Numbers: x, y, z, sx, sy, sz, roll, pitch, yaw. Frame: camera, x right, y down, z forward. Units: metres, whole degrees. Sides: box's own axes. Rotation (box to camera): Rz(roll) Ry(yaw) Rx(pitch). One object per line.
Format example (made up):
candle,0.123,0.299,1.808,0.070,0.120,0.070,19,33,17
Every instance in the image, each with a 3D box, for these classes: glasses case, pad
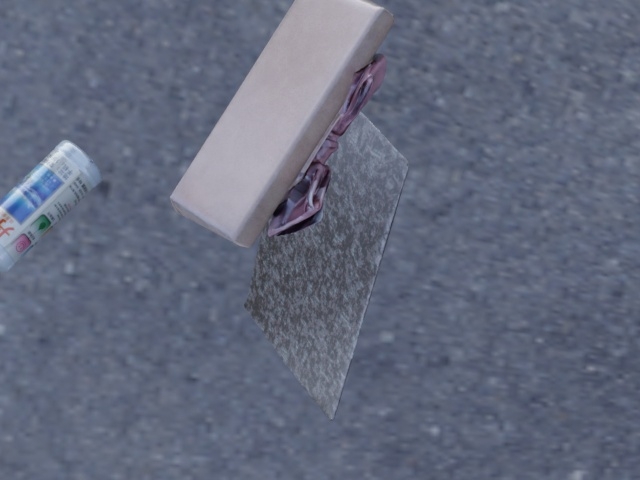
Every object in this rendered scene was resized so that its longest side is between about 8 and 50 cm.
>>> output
glasses case,-0.004,-0.075,1.303,0.102,0.070,0.193,31,89,43
pad,0.000,0.000,1.441,0.158,0.003,0.235,50,135,44

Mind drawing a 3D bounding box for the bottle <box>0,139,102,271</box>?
bottle,-0.310,-0.007,1.915,0.060,0.060,0.217,32,72,36
